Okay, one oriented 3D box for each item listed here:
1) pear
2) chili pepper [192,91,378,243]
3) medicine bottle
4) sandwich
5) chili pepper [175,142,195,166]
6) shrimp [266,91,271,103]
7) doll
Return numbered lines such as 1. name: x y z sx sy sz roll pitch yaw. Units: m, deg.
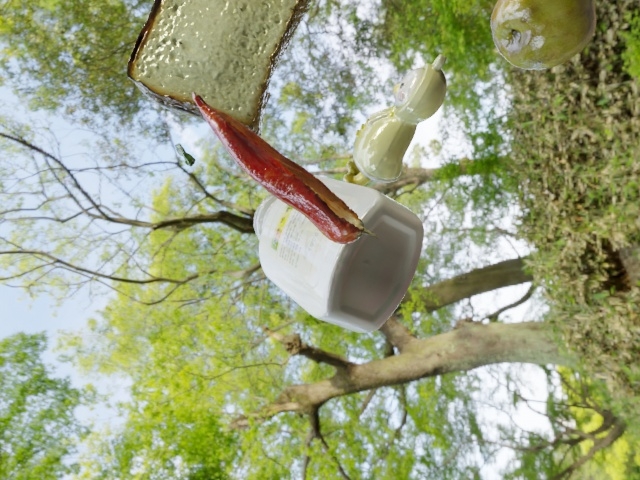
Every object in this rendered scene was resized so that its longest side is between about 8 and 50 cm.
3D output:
1. pear: 0.444 -0.440 0.948 0.200 0.200 0.200 6 -97 -56
2. chili pepper: -0.028 -0.047 0.363 0.178 0.027 0.045 38 -159 -15
3. medicine bottle: 0.000 0.000 0.705 0.124 0.324 0.179 23 -89 -30
4. sandwich: -0.192 -0.369 0.893 0.099 0.271 0.301 47 -116 -86
5. chili pepper: -0.371 -0.234 1.295 0.030 0.091 0.034 -53 -27 21
6. shrimp: -0.204 -0.441 1.570 0.023 0.114 0.083 41 -161 9
7. doll: 0.138 -0.217 0.894 0.141 0.117 0.296 -66 2 -52
